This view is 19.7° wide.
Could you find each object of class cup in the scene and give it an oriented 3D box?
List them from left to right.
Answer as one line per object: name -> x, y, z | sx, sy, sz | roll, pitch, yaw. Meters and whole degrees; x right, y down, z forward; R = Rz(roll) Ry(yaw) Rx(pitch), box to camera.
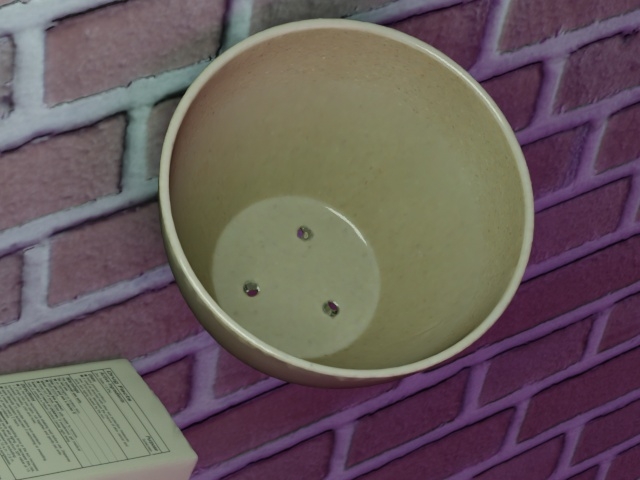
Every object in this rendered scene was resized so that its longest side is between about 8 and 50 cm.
cup -> 0.000, 0.000, 1.675 | 0.331, 0.331, 0.237 | -27, 167, -22

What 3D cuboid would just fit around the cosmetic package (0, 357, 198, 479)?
cosmetic package -> -0.286, 0.219, 1.730 | 0.296, 0.153, 0.129 | -5, 132, -41
